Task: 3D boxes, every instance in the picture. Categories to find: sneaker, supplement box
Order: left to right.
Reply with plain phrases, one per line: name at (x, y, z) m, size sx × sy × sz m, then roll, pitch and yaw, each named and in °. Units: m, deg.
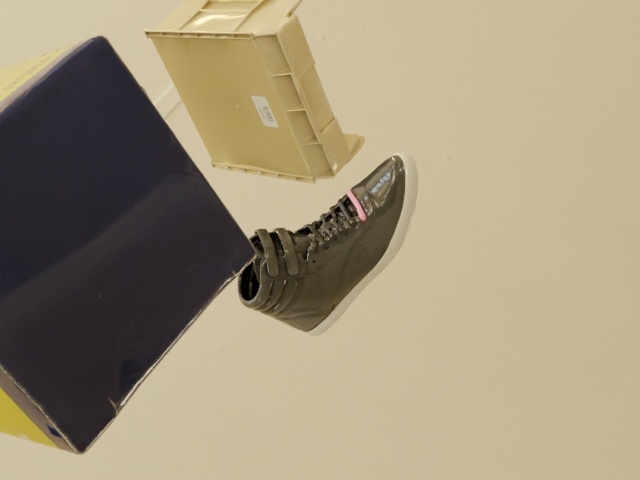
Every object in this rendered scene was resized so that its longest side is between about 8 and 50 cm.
supplement box at (-0.258, 0.005, 0.732) m, size 0.356 × 0.194 × 0.195 m, roll -1°, pitch -50°, yaw 48°
sneaker at (0.000, 0.001, 1.232) m, size 0.147 × 0.104 × 0.295 m, roll 15°, pitch -56°, yaw -33°

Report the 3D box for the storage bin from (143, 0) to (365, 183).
storage bin at (-0.089, -0.231, 1.447) m, size 0.260 × 0.123 × 0.262 m, roll 11°, pitch -42°, yaw 38°
